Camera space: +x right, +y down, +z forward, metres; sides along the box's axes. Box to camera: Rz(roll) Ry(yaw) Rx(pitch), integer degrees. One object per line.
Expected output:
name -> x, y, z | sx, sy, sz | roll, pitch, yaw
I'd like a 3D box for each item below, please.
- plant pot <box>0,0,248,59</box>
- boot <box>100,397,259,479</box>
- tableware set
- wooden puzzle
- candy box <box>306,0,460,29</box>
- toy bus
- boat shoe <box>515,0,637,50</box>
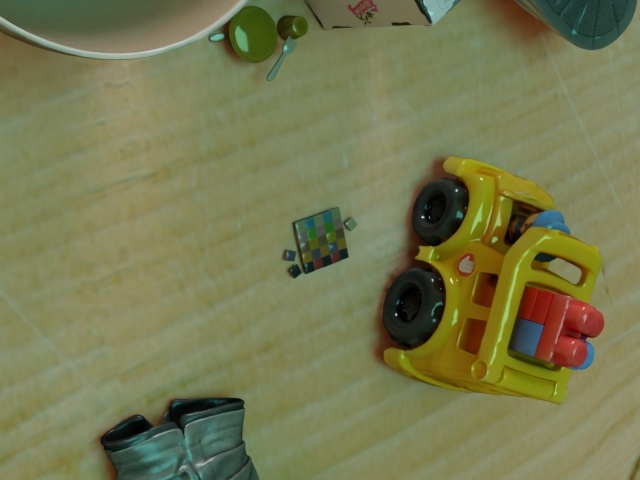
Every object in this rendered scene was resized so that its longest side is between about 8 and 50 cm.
plant pot -> -0.182, -0.263, 0.785 | 0.284, 0.191, 0.284 | -4, 98, -33
boot -> -0.065, 0.211, 0.996 | 0.246, 0.083, 0.161 | -6, 94, -35
tableware set -> -0.071, -0.216, 0.970 | 0.154, 0.024, 0.104 | 41, 70, -30
wooden puzzle -> 0.000, 0.000, 1.052 | 0.083, 0.006, 0.049 | -20, 107, -30
candy box -> 0.019, -0.270, 0.935 | 0.070, 0.165, 0.196 | -44, 118, -19
toy bus -> 0.183, 0.041, 1.061 | 0.149, 0.211, 0.220 | 20, 83, -33
boat shoe -> 0.169, -0.303, 1.085 | 0.320, 0.103, 0.118 | 35, 95, -26
